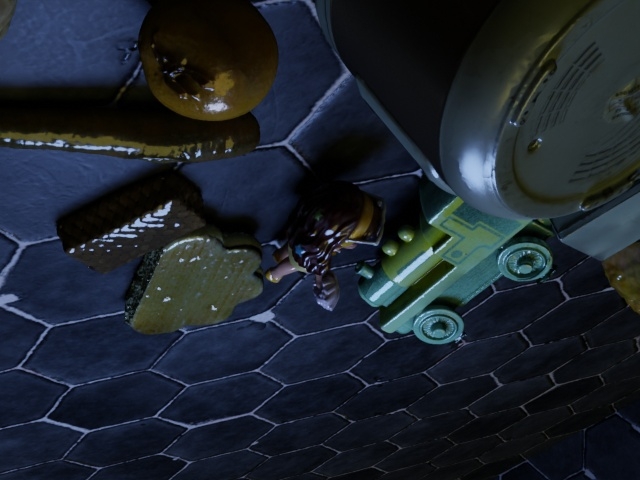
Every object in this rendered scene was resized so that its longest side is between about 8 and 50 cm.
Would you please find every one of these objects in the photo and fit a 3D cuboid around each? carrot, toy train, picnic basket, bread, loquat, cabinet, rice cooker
[{"bbox_3d":[-0.233,-0.122,0.986,0.342,0.070,0.070,-2,148,-24],"label":"carrot"},{"bbox_3d":[0.196,0.022,1.346,0.237,0.150,0.369,28,128,-24],"label":"toy train"},{"bbox_3d":[-0.254,-0.019,1.161,0.193,0.055,0.110,-23,151,13],"label":"picnic basket"},{"bbox_3d":[-0.186,0.060,1.332,0.207,0.056,0.286,3,145,-31],"label":"bread"},{"bbox_3d":[-0.114,-0.190,0.865,0.141,0.141,0.141,-14,151,-8],"label":"loquat"},{"bbox_3d":[0.385,-0.107,1.212,0.145,0.206,0.150,-36,147,28],"label":"cabinet"},{"bbox_3d":[0.171,-0.217,0.779,0.335,0.325,0.335,-22,143,-17],"label":"rice cooker"}]

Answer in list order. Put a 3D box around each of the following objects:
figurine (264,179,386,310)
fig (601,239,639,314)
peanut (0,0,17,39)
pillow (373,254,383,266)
[{"bbox_3d":[0.000,-0.001,1.253,0.115,0.175,0.240,22,146,-13],"label":"figurine"},{"bbox_3d":[0.645,-0.006,1.422,0.286,0.286,0.369,-9,165,-15],"label":"fig"},{"bbox_3d":[-0.378,-0.209,0.703,0.233,0.110,0.197,-24,151,7],"label":"peanut"},{"bbox_3d":[0.209,0.024,1.502,0.241,0.051,0.093,0,142,-24],"label":"pillow"}]
